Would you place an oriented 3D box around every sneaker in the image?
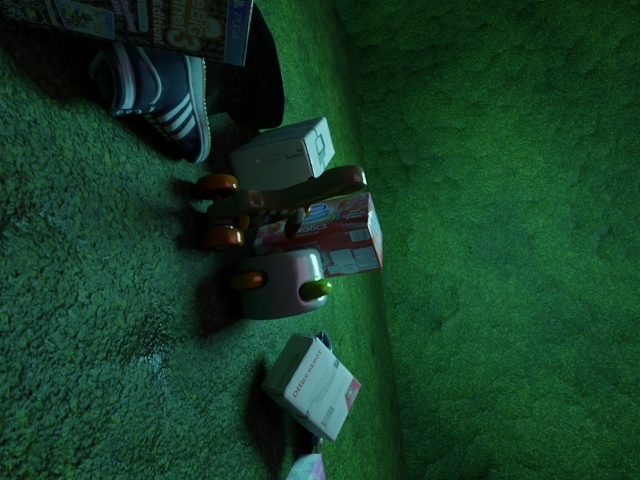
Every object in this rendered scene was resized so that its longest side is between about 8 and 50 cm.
[{"bbox_3d":[-0.270,-0.214,0.682,0.099,0.153,0.282,55,-26,18],"label":"sneaker"}]

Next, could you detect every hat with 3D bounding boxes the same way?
[{"bbox_3d":[-0.208,-0.315,0.785,0.134,0.331,0.331,-46,135,-23],"label":"hat"}]

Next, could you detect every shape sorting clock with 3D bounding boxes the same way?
[{"bbox_3d":[0.004,0.484,1.175,0.206,0.040,0.206,-171,-90,-87],"label":"shape sorting clock"}]

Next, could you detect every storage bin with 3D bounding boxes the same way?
[{"bbox_3d":[-0.029,0.323,1.162,0.135,0.091,0.098,-81,155,-49],"label":"storage bin"}]

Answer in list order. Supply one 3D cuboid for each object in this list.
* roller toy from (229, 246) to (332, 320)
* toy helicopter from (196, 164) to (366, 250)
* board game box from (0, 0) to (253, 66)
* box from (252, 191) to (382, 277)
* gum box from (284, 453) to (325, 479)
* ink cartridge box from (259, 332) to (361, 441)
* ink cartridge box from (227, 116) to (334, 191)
[{"bbox_3d":[-0.090,0.087,0.930,0.191,0.209,0.146,169,-89,-82],"label":"roller toy"},{"bbox_3d":[-0.061,-0.072,0.825,0.235,0.355,0.140,7,72,-55],"label":"toy helicopter"},{"bbox_3d":[-0.228,-0.383,0.528,0.141,0.290,0.232,122,-31,-60],"label":"board game box"},{"bbox_3d":[0.000,0.000,1.079,0.142,0.299,0.154,-80,154,-48],"label":"box"},{"bbox_3d":[-0.040,0.611,1.006,0.188,0.062,0.107,-15,95,-73],"label":"gum box"},{"bbox_3d":[-0.019,0.351,1.006,0.218,0.092,0.159,54,54,-30],"label":"ink cartridge box"},{"bbox_3d":[-0.090,-0.224,1.090,0.273,0.198,0.115,-66,144,-61],"label":"ink cartridge box"}]
